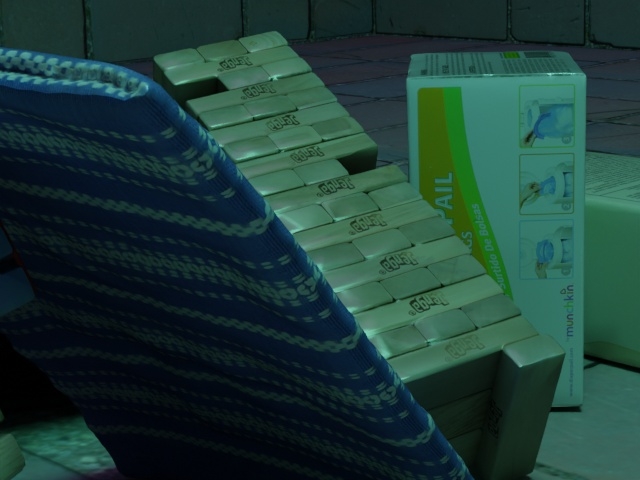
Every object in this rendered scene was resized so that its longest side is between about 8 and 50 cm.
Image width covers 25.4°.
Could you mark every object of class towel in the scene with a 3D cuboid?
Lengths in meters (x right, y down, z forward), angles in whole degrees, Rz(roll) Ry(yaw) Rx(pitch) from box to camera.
[{"bbox_3d":[-0.075,0.038,0.594,0.243,0.336,0.040,10,61,36],"label":"towel"}]

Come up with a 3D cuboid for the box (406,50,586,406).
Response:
[{"bbox_3d":[0.107,-0.008,0.875,0.103,0.203,0.114,-1,14,5],"label":"box"}]

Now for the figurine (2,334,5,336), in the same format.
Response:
[{"bbox_3d":[-0.338,0.053,0.945,0.215,0.092,0.209,-13,21,-36],"label":"figurine"}]

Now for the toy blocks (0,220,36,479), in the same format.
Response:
[{"bbox_3d":[-0.239,0.087,0.495,0.381,0.191,0.261,-24,5,21],"label":"toy blocks"}]

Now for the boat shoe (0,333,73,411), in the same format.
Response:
[{"bbox_3d":[-0.272,0.035,0.750,0.500,0.156,0.187,-3,-34,-46],"label":"boat shoe"}]

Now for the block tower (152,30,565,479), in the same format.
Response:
[{"bbox_3d":[0.000,0.000,0.813,0.097,0.091,0.335,-16,44,-25],"label":"block tower"}]

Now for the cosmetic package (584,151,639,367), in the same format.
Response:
[{"bbox_3d":[0.256,0.017,0.948,0.160,0.113,0.309,-13,18,-39],"label":"cosmetic package"}]
